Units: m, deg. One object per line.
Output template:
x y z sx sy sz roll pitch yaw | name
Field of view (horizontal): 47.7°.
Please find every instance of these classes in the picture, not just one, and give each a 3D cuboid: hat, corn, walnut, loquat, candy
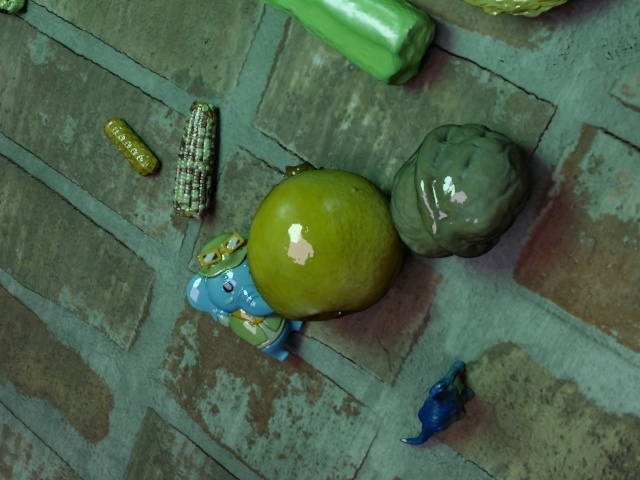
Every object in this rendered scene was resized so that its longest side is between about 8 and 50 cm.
-0.690 -0.537 1.605 0.077 0.059 0.076 21 95 19 | hat
-0.244 -0.156 1.432 0.079 0.079 0.237 18 105 25 | corn
0.210 -0.073 1.103 0.224 0.224 0.224 7 105 28 | walnut
0.000 0.000 1.217 0.274 0.275 0.275 7 105 28 | loquat
0.025 -0.381 1.185 0.343 0.142 0.132 36 130 19 | candy

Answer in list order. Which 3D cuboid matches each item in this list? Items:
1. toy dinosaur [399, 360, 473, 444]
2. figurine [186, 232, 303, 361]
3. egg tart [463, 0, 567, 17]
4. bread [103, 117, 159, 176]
0.181 0.297 1.226 0.075 0.188 0.248 46 121 21 | toy dinosaur
-0.127 0.099 1.396 0.262 0.154 0.180 43 111 -5 | figurine
0.286 -0.473 1.021 0.318 0.128 0.319 9 108 29 | egg tart
-0.399 -0.197 1.524 0.157 0.044 0.052 47 122 13 | bread
